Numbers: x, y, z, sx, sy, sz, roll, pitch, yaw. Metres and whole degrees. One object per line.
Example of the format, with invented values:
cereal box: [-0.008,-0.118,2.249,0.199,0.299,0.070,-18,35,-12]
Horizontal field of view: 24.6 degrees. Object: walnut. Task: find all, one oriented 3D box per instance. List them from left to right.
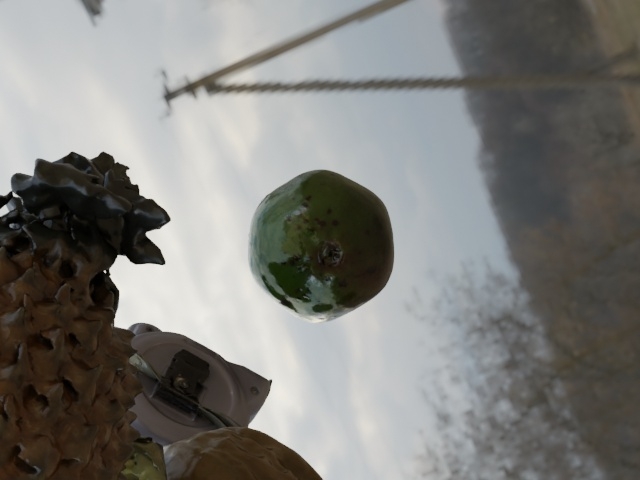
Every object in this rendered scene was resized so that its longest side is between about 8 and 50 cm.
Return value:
walnut: [-0.075,0.270,1.273,0.213,0.213,0.213,-24,-90,-81]

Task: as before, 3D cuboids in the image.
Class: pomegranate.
pomegranate: [0.000,0.000,1.767,0.224,0.182,0.181,-88,-27,-78]

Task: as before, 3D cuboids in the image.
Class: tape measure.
tape measure: [-0.154,0.180,1.602,0.196,0.105,0.178,27,-142,-13]

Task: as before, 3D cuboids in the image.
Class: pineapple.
pineapple: [-0.212,0.058,1.074,0.223,0.223,0.357,56,-136,-48]

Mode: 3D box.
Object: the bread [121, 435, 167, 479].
bread: [-0.224,0.284,1.297,0.315,0.279,0.248,5,-98,-78]
